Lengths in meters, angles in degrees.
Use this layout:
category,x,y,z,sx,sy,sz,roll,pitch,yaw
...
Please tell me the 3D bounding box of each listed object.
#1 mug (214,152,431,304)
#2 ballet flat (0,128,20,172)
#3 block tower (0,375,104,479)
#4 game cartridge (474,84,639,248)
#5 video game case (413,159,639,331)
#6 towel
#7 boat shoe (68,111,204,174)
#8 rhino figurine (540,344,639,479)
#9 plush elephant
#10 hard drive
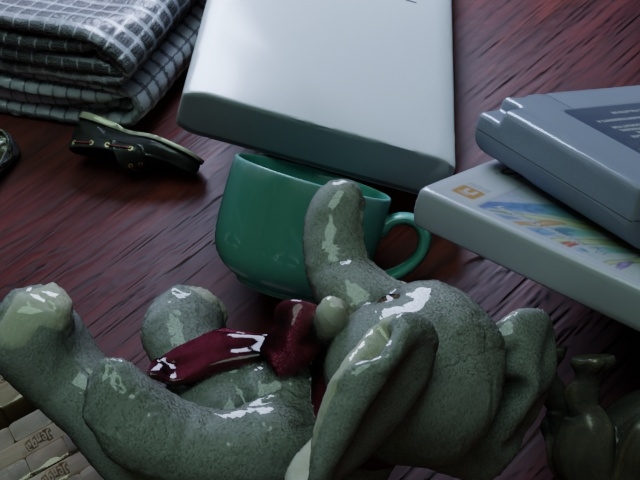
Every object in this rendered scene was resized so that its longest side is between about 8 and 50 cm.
category,x,y,z,sx,sy,sz,roll,pitch,yaw
mug,-0.008,-0.002,0.999,0.158,0.097,0.129,22,10,32
ballet flat,-0.322,-0.064,1.176,0.041,0.041,0.114,10,49,19
block tower,-0.151,0.208,0.841,0.091,0.097,0.335,-29,49,-11
game cartridge,0.290,-0.062,0.956,0.297,0.062,0.198,-8,35,-32
video game case,0.285,-0.001,0.928,0.329,0.036,0.300,27,31,31
towel,-0.256,-0.242,1.282,0.284,0.121,0.235,11,48,20
boat shoe,-0.171,-0.081,1.167,0.133,0.049,0.042,17,79,16
rhino figurine,0.267,0.122,0.858,0.243,0.106,0.073,-3,6,6
plush elephant,-0.001,0.089,0.806,0.255,0.272,0.330,-43,67,14
hard drive,0.008,-0.191,1.164,0.233,0.047,0.353,15,40,-7
